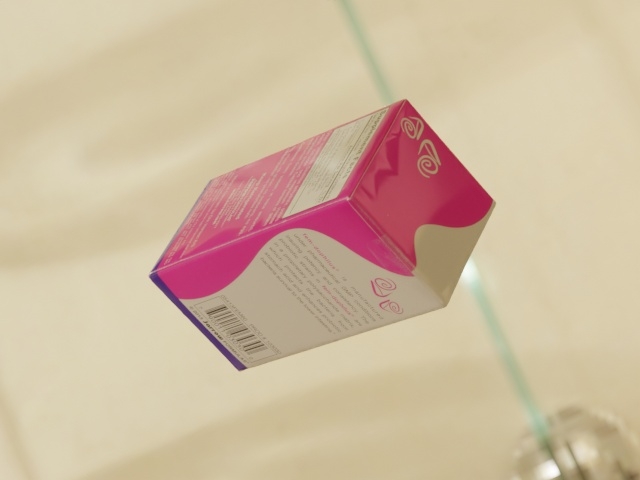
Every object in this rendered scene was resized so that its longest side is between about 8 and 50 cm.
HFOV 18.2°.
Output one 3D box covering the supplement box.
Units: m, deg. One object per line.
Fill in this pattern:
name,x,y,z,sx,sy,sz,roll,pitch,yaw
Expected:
supplement box,0.000,0.000,1.445,0.111,0.220,0.114,48,-131,-22
